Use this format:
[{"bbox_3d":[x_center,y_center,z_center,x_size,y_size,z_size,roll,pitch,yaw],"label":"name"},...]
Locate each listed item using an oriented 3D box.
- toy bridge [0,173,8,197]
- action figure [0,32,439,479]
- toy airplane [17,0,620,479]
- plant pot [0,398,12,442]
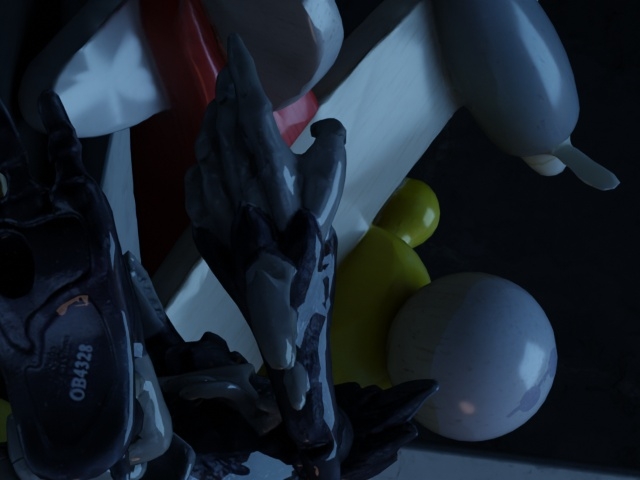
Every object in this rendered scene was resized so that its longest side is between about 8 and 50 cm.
[{"bbox_3d":[-0.134,-0.004,0.731,0.188,0.026,0.063,21,75,-89],"label":"toy bridge"},{"bbox_3d":[-0.063,0.019,0.521,0.275,0.164,0.140,47,32,-73],"label":"action figure"},{"bbox_3d":[0.000,0.000,1.009,0.384,0.272,0.386,-7,122,-67],"label":"toy airplane"},{"bbox_3d":[-0.115,0.110,0.663,0.134,0.095,0.134,7,90,-88],"label":"plant pot"}]
